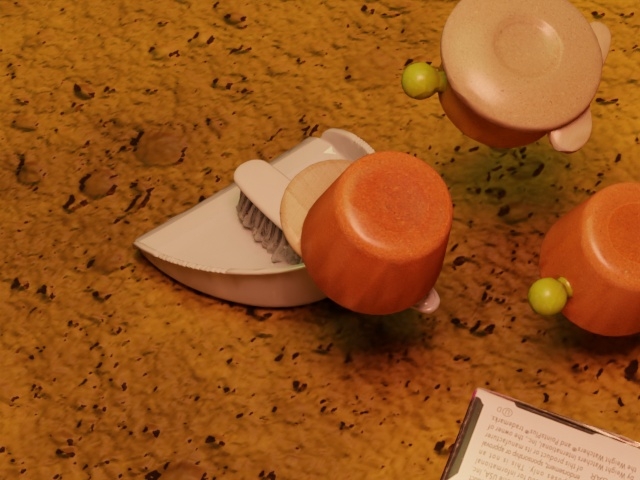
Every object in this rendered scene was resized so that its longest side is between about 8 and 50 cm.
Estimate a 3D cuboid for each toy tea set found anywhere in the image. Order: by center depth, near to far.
[{"bbox_3d":[0.145,-0.026,1.002,0.336,0.124,0.200,6,67,-9],"label":"toy tea set"}]

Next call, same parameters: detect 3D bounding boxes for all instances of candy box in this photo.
[{"bbox_3d":[0.039,0.189,0.629,0.071,0.159,0.233,19,60,10],"label":"candy box"}]

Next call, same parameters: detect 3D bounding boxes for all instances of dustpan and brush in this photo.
[{"bbox_3d":[0.000,0.000,1.058,0.147,0.060,0.211,-31,47,-21],"label":"dustpan and brush"}]
